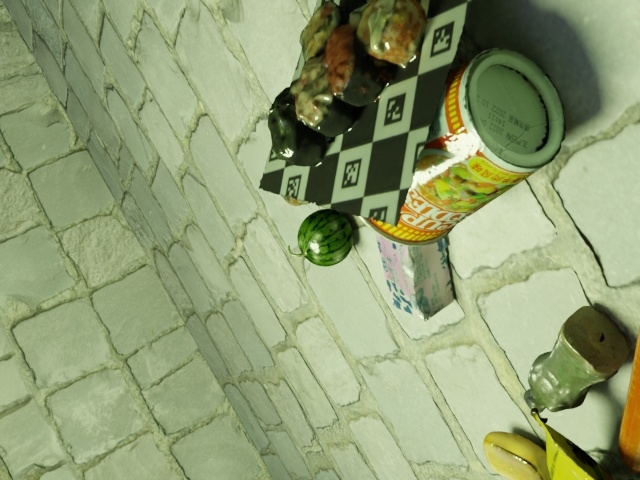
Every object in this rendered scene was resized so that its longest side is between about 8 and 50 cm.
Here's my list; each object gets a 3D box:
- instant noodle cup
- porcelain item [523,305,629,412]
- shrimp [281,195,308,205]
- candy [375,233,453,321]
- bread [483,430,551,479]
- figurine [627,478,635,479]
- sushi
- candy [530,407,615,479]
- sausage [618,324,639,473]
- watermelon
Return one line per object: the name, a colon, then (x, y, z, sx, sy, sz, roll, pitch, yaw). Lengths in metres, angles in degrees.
instant noodle cup: (0.150, -0.109, 0.910, 0.193, 0.193, 0.212, 61, 149, 0)
porcelain item: (0.304, 0.169, 1.023, 0.081, 0.069, 0.216, 47, 153, 21)
shrimp: (-0.038, -0.123, 1.448, 0.223, 0.047, 0.126, 1, 108, 66)
candy: (0.138, 0.034, 1.212, 0.092, 0.073, 0.160, 29, 141, 50)
bread: (0.300, 0.325, 1.231, 0.115, 0.056, 0.082, 14, 133, 54)
figurine: (0.409, 0.268, 0.801, 0.175, 0.197, 0.265, 44, 148, 5)
sushi: (0.016, -0.197, 0.943, 0.339, 0.068, 0.320, 22, 94, 58)
candy: (0.349, 0.336, 1.057, 0.187, 0.081, 0.297, 48, 176, 42)
sausage: (0.363, 0.143, 0.887, 0.053, 0.053, 0.348, 39, 149, 42)
watermelon: (0.007, -0.001, 1.408, 0.109, 0.109, 0.109, 46, 153, 32)
